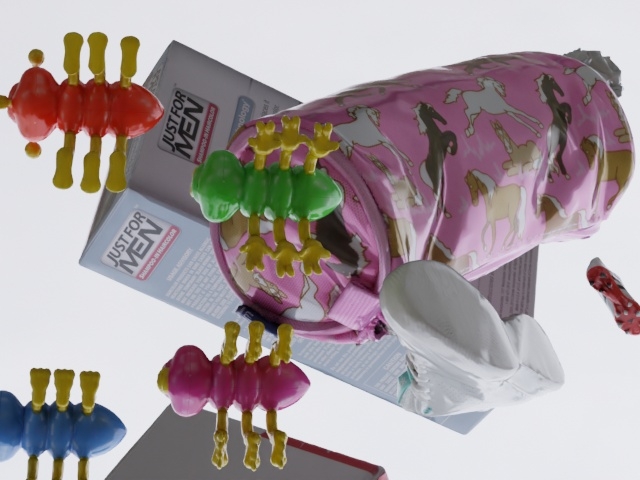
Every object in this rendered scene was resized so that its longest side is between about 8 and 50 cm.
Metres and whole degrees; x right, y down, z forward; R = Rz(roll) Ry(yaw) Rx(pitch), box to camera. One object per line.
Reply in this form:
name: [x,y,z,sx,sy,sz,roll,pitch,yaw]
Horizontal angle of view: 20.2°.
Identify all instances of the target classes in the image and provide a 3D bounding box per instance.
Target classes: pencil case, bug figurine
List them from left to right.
bug figurine: [-0.101,0.023,1.051,0.216,0.279,0.072,7,-173,-8]
pencil case: [0.088,-0.041,1.323,0.160,0.167,0.386,11,-160,33]

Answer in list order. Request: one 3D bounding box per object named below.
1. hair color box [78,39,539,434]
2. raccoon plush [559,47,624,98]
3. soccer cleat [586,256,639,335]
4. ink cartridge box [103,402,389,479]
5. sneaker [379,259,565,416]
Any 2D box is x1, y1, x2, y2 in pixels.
hair color box: [0.000,0.000,1.541,0.374,0.113,0.185,25,-136,-15]
raccoon plush: [0.208,-0.112,2.142,0.446,0.216,0.299,-25,-160,30]
soccer cleat: [0.266,0.050,1.614,0.029,0.083,0.035,-33,-160,23]
ink cartridge box: [-0.030,0.374,1.811,0.279,0.385,0.160,12,-132,37]
sneaker: [0.081,0.080,1.185,0.094,0.212,0.080,-30,-121,20]
